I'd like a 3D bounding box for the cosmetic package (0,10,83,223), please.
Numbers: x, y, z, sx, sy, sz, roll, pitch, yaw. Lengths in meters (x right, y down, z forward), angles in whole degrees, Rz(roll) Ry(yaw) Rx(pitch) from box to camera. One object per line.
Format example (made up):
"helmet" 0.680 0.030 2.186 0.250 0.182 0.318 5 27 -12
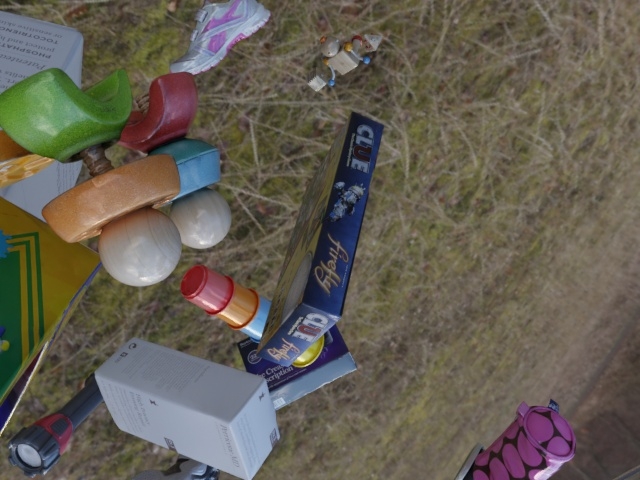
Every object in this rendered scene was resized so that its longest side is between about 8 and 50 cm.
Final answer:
"cosmetic package" -0.592 -0.133 0.970 0.327 0.394 0.329 11 139 -12

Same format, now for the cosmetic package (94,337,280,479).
"cosmetic package" -0.178 0.220 0.815 0.085 0.231 0.117 -48 138 -44

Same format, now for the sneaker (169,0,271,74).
"sneaker" -0.233 -0.447 1.304 0.252 0.103 0.111 -42 114 -5

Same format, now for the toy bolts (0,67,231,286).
"toy bolts" -0.180 -0.038 0.532 0.218 0.159 0.228 -22 -173 27

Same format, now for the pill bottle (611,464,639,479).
"pill bottle" 0.211 0.289 0.471 0.272 0.152 0.152 -42 158 22

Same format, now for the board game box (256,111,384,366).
"board game box" 0.000 0.000 0.676 0.165 0.042 0.243 127 -19 -56

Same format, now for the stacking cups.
"stacking cups" -0.121 0.131 1.118 0.096 0.096 0.316 -52 130 -3

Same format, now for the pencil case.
"pencil case" 0.312 0.339 0.962 0.095 0.098 0.209 -41 159 -43

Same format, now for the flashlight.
"flashlight" -0.556 0.389 1.367 0.304 0.103 0.103 -54 149 -65

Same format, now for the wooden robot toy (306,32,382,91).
"wooden robot toy" 0.026 -0.343 1.102 0.079 0.173 0.076 31 57 -32

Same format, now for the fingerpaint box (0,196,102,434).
"fingerpaint box" -0.450 0.221 0.643 0.445 0.163 0.371 -51 -165 25

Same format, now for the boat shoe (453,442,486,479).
"boat shoe" 0.322 0.508 1.200 0.127 0.113 0.340 -44 147 -27

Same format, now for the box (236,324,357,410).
"box" -0.064 0.302 1.601 0.261 0.184 0.103 -27 137 -3

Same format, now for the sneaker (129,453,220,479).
"sneaker" -0.276 0.506 1.166 0.268 0.101 0.153 -12 102 -62
